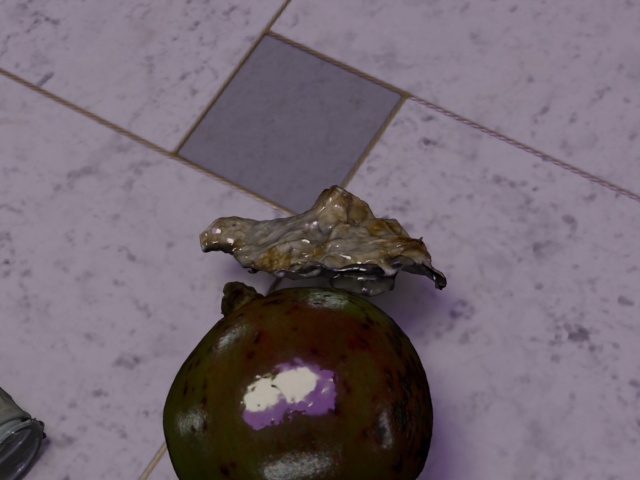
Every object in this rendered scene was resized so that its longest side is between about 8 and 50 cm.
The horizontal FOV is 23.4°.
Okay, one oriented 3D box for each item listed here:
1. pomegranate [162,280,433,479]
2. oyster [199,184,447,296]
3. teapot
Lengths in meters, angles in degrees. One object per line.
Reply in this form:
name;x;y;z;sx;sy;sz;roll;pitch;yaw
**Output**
pomegranate;-0.017;0.151;1.100;0.198;0.198;0.246;3;72;10
oyster;0.000;0.000;1.204;0.191;0.163;0.081;-3;99;-1
teapot;-0.320;0.129;1.218;0.200;0.077;0.107;34;75;23
